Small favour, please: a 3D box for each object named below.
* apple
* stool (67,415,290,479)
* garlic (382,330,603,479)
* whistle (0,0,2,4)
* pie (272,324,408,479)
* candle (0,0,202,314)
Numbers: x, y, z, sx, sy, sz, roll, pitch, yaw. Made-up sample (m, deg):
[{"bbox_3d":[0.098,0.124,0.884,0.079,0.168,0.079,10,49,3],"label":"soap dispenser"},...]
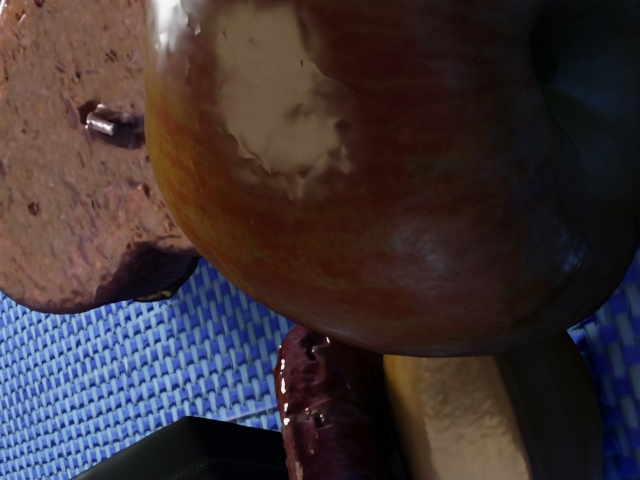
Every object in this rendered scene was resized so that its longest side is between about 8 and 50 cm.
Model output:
[{"bbox_3d":[0.035,-0.090,0.832,0.301,0.301,0.302,27,122,55],"label":"apple"},{"bbox_3d":[-0.107,0.255,1.282,0.141,0.232,0.232,58,144,34],"label":"stool"},{"bbox_3d":[0.112,0.119,0.946,0.128,0.115,0.207,-41,61,58],"label":"garlic"},{"bbox_3d":[-0.190,-0.147,1.389,0.405,0.188,0.168,-45,47,17],"label":"whistle"},{"bbox_3d":[0.039,0.141,1.022,0.054,0.218,0.204,-22,74,20],"label":"pie"},{"bbox_3d":[-0.141,-0.100,1.169,0.317,0.131,0.287,-18,87,30],"label":"candle"}]
